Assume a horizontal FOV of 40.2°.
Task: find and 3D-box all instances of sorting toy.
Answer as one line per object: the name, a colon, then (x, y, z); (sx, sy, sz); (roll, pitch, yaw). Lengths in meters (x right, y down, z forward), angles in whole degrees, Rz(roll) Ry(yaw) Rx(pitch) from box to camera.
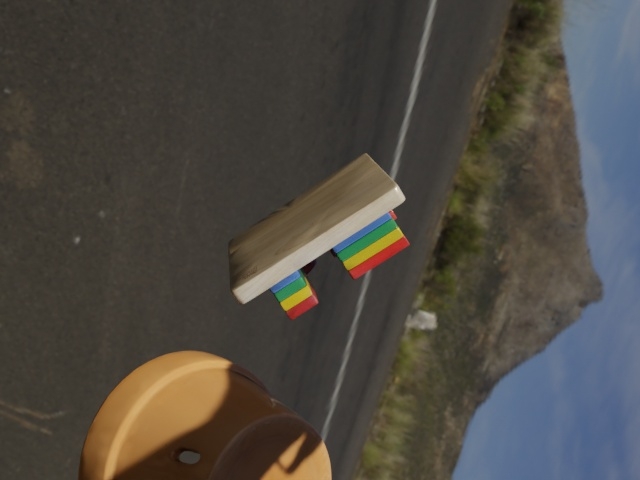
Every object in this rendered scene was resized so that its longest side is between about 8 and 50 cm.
sorting toy: (0.000, 0.000, 1.255); (0.257, 0.089, 0.255); (-33, -163, 3)

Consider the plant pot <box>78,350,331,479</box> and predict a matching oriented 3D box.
plant pot: (-0.124, 0.295, 1.097); (0.291, 0.203, 0.290); (-2, 94, -42)
